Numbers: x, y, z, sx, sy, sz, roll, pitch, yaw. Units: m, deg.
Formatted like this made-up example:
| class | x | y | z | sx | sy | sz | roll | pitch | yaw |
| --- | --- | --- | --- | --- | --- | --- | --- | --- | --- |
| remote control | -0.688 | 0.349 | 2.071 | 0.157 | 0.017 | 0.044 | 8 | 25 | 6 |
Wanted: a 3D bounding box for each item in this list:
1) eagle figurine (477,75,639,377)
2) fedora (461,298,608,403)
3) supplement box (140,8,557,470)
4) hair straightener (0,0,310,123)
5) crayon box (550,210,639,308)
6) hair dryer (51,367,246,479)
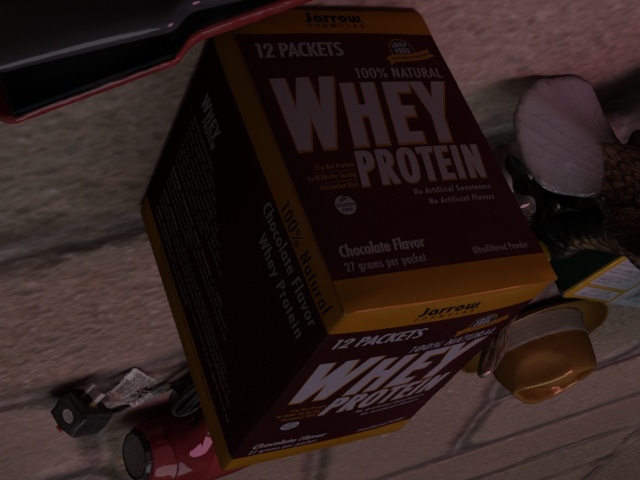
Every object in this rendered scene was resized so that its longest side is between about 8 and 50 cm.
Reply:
| class | x | y | z | sx | sy | sz | roll | pitch | yaw |
| --- | --- | --- | --- | --- | --- | --- | --- | --- | --- |
| eagle figurine | 0.280 | -0.004 | 0.729 | 0.298 | 0.227 | 0.225 | 5 | -171 | 30 |
| fedora | 0.261 | 0.139 | 1.193 | 0.194 | 0.079 | 0.194 | -17 | 154 | -9 |
| supplement box | 0.000 | 0.000 | 0.594 | 0.129 | 0.191 | 0.194 | -6 | 150 | -29 |
| hair straightener | -0.055 | -0.123 | 0.480 | 0.230 | 0.047 | 0.089 | -17 | 154 | -10 |
| crayon box | 0.372 | -0.056 | 0.896 | 0.323 | 0.083 | 0.203 | -37 | 150 | 31 |
| hair dryer | -0.096 | 0.170 | 0.981 | 0.223 | 0.080 | 0.293 | -25 | 154 | 7 |
